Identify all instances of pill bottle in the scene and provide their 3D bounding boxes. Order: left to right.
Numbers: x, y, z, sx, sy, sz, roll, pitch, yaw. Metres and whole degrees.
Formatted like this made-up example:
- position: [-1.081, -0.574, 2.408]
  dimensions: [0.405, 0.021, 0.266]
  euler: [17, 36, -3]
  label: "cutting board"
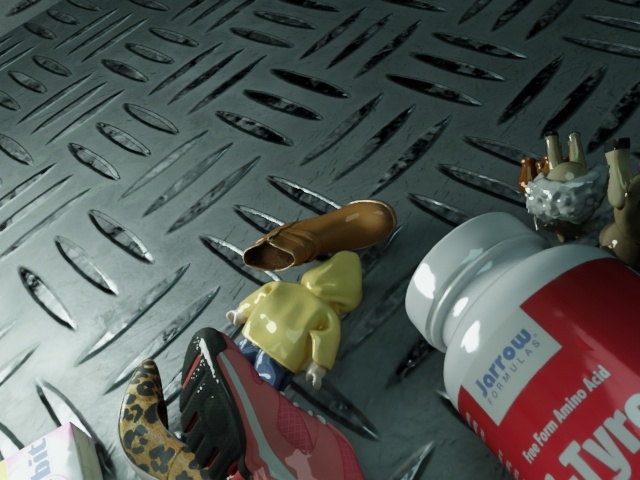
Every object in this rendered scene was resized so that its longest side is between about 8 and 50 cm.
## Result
- position: [0.269, 0.152, 0.553]
  dimensions: [0.229, 0.229, 0.408]
  euler: [-31, 48, -11]
  label: "pill bottle"

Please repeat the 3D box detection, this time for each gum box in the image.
- position: [-0.313, 0.328, 0.691]
  dimensions: [0.107, 0.062, 0.188]
  euler: [-30, 47, -10]
  label: "gum box"

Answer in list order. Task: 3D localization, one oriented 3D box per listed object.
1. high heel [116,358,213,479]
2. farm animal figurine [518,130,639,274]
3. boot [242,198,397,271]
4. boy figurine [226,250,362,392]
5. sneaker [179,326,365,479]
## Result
- position: [-0.146, 0.245, 0.705]
  dimensions: [0.186, 0.093, 0.261]
  euler: [-11, 49, -2]
  label: "high heel"
- position: [0.412, -0.036, 0.689]
  dimensions: [0.329, 0.326, 0.173]
  euler: [-4, 88, 17]
  label: "farm animal figurine"
- position: [0.000, 0.000, 0.826]
  dimensions: [0.197, 0.073, 0.152]
  euler: [-15, 6, 29]
  label: "boot"
- position: [-0.047, 0.121, 0.774]
  dimensions: [0.177, 0.092, 0.285]
  euler: [23, 59, 33]
  label: "boy figurine"
- position: [-0.041, 0.227, 0.631]
  dimensions: [0.136, 0.116, 0.314]
  euler: [-13, 60, -46]
  label: "sneaker"
